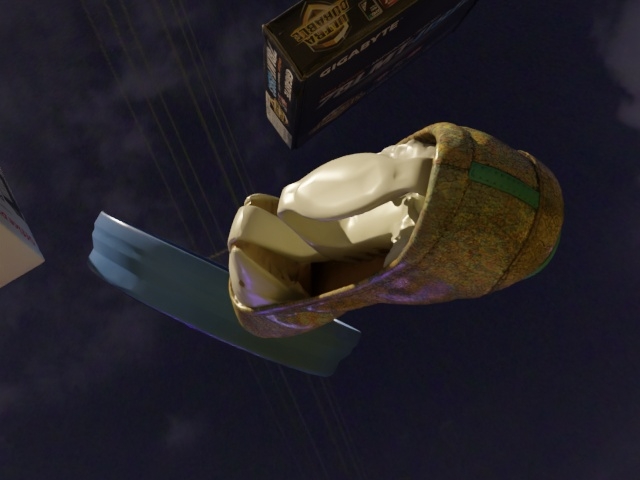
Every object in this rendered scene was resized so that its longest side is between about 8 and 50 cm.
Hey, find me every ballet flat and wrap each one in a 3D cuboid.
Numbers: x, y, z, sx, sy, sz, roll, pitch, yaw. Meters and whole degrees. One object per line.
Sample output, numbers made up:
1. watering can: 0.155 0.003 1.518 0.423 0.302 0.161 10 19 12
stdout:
1. ballet flat: 0.000 0.000 0.446 0.123 0.348 0.123 10 -107 -36

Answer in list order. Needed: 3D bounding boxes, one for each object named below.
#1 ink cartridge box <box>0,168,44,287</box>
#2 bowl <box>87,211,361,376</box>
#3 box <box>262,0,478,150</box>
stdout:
1. ink cartridge box: -0.465 -0.067 0.754 0.100 0.237 0.172 -32 -23 -10
2. bowl: -0.135 0.078 0.838 0.391 0.391 0.077 27 -96 -22
3. box: 0.069 -0.241 0.696 0.295 0.293 0.073 -37 -89 -7
